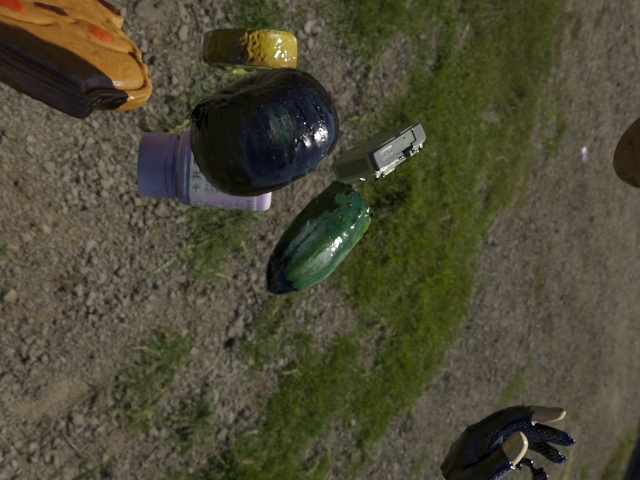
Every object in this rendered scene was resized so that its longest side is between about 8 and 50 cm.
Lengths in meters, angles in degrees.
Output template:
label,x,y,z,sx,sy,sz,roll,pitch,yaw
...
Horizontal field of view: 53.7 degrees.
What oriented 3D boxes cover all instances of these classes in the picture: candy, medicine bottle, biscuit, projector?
label,x,y,z,sx,sy,sz,roll,pitch,yaw
candy,-0.188,-0.504,1.683,0.260,0.260,0.117,-15,110,-48
medicine bottle,-0.221,-0.139,1.244,0.152,0.255,0.151,-177,-90,-84
biscuit,-0.473,-0.370,1.096,0.350,0.455,0.078,6,132,-42
biscuit,0.549,-0.147,0.982,0.050,0.170,0.170,27,87,-28
projector,0.155,-0.234,1.749,0.269,0.194,0.088,-37,108,-43

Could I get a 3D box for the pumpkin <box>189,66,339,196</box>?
label,x,y,z,sx,sy,sz,roll,pitch,yaw
pumpkin,-0.086,-0.166,0.966,0.233,0.233,0.163,-40,122,-33

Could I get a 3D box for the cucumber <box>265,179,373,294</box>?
label,x,y,z,sx,sy,sz,roll,pitch,yaw
cucumber,0.001,-0.001,1.450,0.325,0.105,0.145,-44,138,-36

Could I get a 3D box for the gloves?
label,x,y,z,sx,sy,sz,roll,pitch,yaw
gloves,0.255,0.279,0.869,0.180,0.106,0.129,-46,127,9
